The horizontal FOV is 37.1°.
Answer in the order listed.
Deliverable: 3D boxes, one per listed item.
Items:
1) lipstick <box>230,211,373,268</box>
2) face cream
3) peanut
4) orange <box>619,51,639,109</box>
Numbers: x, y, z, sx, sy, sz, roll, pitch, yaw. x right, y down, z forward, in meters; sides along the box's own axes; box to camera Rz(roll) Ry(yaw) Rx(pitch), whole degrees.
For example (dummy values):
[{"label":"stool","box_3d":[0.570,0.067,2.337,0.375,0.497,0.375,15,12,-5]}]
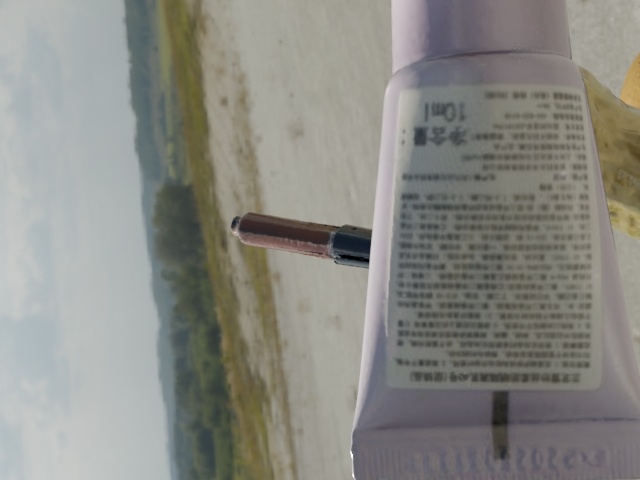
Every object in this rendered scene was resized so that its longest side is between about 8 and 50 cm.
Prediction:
[{"label":"lipstick","box_3d":[0.000,0.000,1.793,0.418,0.077,0.077,10,107,35]},{"label":"face cream","box_3d":[0.089,-0.012,0.493,0.096,0.154,0.274,82,-173,-86]},{"label":"peanut","box_3d":[0.200,-0.057,0.656,0.083,0.194,0.093,-60,18,7]},{"label":"orange","box_3d":[0.523,-0.173,1.228,0.274,0.274,0.274,176,90,-81]}]
